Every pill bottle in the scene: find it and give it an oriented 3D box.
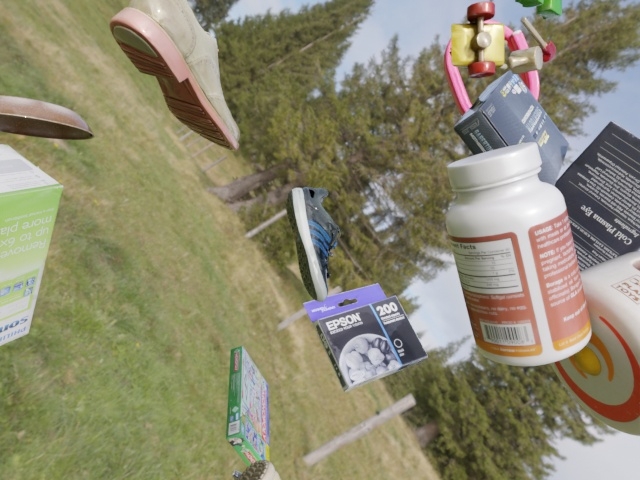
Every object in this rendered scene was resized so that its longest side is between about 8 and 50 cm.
[{"bbox_3d":[0.206,0.012,0.522,0.121,0.121,0.216,-126,-160,-80],"label":"pill bottle"}]

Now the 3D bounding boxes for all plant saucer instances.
[{"bbox_3d":[-0.471,-0.198,0.782,0.198,0.199,0.036,-144,-123,-88],"label":"plant saucer"}]

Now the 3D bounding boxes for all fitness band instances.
[{"bbox_3d":[0.436,-0.423,1.244,0.054,0.209,0.290,14,56,-86],"label":"fitness band"}]

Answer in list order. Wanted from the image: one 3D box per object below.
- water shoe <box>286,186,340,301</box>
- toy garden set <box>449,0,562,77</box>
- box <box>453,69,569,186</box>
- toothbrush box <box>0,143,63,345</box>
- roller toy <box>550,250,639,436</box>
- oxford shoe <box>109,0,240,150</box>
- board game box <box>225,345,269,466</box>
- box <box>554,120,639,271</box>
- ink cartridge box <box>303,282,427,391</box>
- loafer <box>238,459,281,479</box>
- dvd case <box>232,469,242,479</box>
[{"bbox_3d":[0.000,0.000,0.818,0.073,0.080,0.203,129,-50,-68],"label":"water shoe"},{"bbox_3d":[0.208,-0.278,0.549,0.049,0.244,0.203,3,-81,43],"label":"toy garden set"},{"bbox_3d":[0.339,-0.179,0.840,0.183,0.232,0.059,51,-44,-7],"label":"box"},{"bbox_3d":[-0.492,0.031,0.639,0.122,0.283,0.206,35,25,12],"label":"toothbrush box"},{"bbox_3d":[0.363,0.116,0.571,0.191,0.146,0.209,130,-59,-76],"label":"roller toy"},{"bbox_3d":[-0.228,-0.313,0.936,0.141,0.146,0.397,24,-15,17],"label":"oxford shoe"},{"bbox_3d":[-0.213,0.503,1.457,0.317,0.046,0.213,-101,170,-55],"label":"board game box"},{"bbox_3d":[0.542,-0.037,0.961,0.179,0.312,0.343,45,25,23],"label":"box"},{"bbox_3d":[0.095,0.190,1.033,0.208,0.206,0.045,62,-32,26],"label":"ink cartridge box"},{"bbox_3d":[-0.139,0.496,0.784,0.092,0.268,0.102,46,-30,-13],"label":"loafer"},{"bbox_3d":[-0.118,0.511,0.978,0.120,0.013,0.087,14,-46,25],"label":"dvd case"}]
